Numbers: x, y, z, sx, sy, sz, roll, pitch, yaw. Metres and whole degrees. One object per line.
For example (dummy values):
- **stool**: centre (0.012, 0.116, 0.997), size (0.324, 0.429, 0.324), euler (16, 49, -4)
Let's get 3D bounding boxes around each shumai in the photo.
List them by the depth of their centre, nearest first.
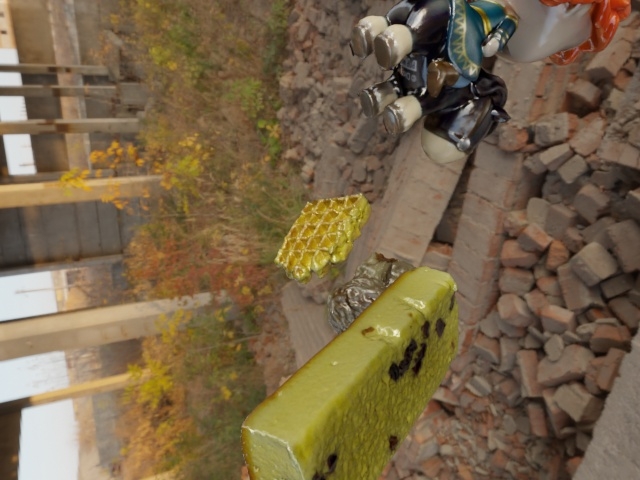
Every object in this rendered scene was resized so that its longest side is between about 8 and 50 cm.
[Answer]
- **shumai**: centre (0.113, 0.117, 0.972), size (0.206, 0.166, 0.176), euler (55, -145, -36)

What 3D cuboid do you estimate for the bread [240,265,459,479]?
- **bread**: centre (0.064, 0.157, 0.563), size (0.077, 0.361, 0.138), euler (6, 115, 36)

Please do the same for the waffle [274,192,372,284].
- **waffle**: centre (0.000, 0.000, 1.022), size (0.160, 0.211, 0.055), euler (-6, 133, 39)

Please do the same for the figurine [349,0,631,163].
- **figurine**: centre (0.233, -0.293, 0.698), size (0.412, 0.306, 0.241), euler (-50, 27, 2)
